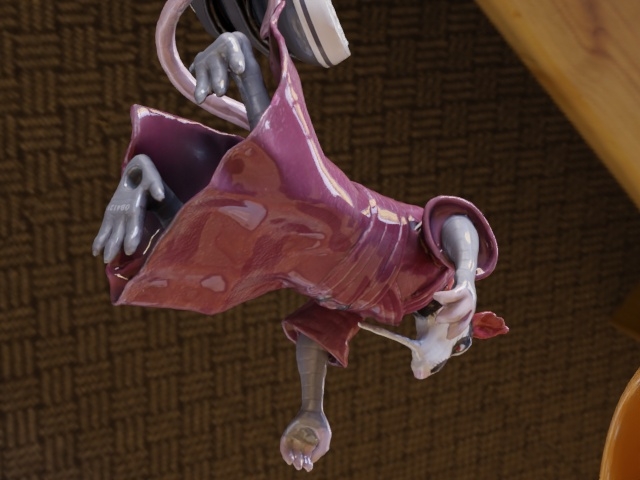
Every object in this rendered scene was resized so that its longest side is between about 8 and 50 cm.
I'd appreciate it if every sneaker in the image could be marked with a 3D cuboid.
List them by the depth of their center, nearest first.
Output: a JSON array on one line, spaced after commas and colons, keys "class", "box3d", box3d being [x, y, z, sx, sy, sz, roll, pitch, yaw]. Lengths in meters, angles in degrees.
[{"class": "sneaker", "box3d": [-0.062, -0.235, 1.219, 0.128, 0.321, 0.126, -24, 121, 1]}]

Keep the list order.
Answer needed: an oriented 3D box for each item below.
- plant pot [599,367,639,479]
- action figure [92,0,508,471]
[{"class": "plant pot", "box3d": [0.300, 0.172, 0.782, 0.188, 0.205, 0.205, 6, 107, -13]}, {"class": "action figure", "box3d": [0.000, 0.000, 1.004, 0.248, 0.275, 0.370, -34, 137, 31]}]
